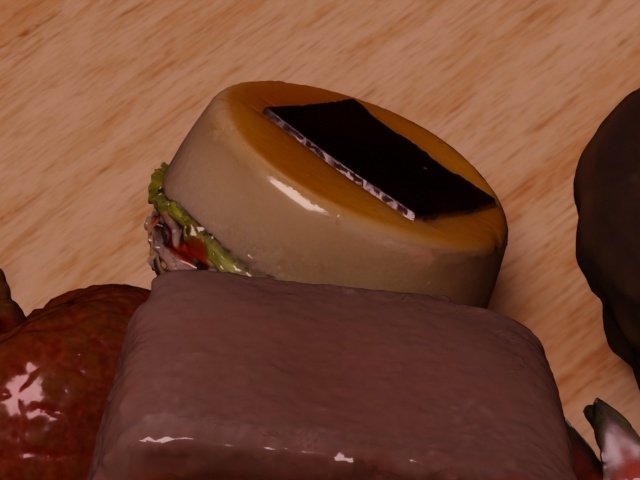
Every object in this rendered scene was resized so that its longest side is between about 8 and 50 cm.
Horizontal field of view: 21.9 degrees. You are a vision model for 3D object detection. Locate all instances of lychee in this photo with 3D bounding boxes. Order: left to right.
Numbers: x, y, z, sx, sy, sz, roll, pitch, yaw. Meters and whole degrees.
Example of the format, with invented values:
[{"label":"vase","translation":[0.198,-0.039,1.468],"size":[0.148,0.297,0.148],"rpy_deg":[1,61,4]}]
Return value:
[{"label":"lychee","translation":[-0.191,0.137,1.277],"size":[0.255,0.255,0.300],"rpy_deg":[-25,95,1]}]

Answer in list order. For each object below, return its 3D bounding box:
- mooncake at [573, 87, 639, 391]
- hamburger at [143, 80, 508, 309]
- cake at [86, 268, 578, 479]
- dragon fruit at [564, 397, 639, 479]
[{"label":"mooncake","translation":[0.354,0.002,1.225],"size":[0.324,0.187,0.324],"rpy_deg":[-8,54,11]},{"label":"hamburger","translation":[0.000,0.000,1.305],"size":[0.300,0.300,0.176],"rpy_deg":[42,120,36]},{"label":"cake","translation":[-0.001,0.172,1.046],"size":[0.309,0.237,0.230],"rpy_deg":[7,24,-7]},{"label":"dragon fruit","translation":[0.232,0.225,1.111],"size":[0.193,0.192,0.274],"rpy_deg":[-1,45,-6]}]
